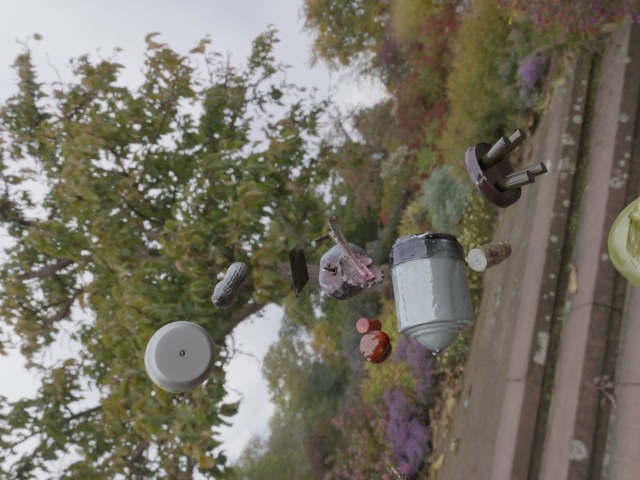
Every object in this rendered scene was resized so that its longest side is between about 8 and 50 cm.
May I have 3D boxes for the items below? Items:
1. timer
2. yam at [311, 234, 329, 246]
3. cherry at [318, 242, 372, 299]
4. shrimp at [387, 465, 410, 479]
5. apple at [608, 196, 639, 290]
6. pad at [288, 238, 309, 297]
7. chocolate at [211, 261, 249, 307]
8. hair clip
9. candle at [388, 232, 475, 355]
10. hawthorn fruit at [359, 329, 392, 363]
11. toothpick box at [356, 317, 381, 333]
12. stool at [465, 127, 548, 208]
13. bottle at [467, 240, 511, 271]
[{"bbox_3d":[-0.542,0.454,2.093,0.285,0.284,0.286,12,-90,-78],"label":"timer"},{"bbox_3d":[0.000,0.000,2.514,0.129,0.027,0.033,-23,-52,-56],"label":"yam"},{"bbox_3d":[0.110,0.136,2.399,0.296,0.218,0.255,4,-80,-56],"label":"cherry"},{"bbox_3d":[0.267,0.788,1.834,0.029,0.092,0.038,-55,-10,-34],"label":"shrimp"},{"bbox_3d":[0.751,0.016,1.125,0.279,0.278,0.280,12,-90,-78],"label":"apple"},{"bbox_3d":[-0.072,0.094,1.934,0.265,0.009,0.160,-53,-46,-77],"label":"pad"},{"bbox_3d":[-0.269,0.134,1.638,0.072,0.072,0.167,88,-158,-47],"label":"chocolate"},{"bbox_3d":[0.106,0.050,1.961,0.172,0.301,0.069,-15,-27,-35],"label":"hair clip"},{"bbox_3d":[0.308,0.156,1.513,0.221,0.221,0.343,66,-161,-69],"label":"candle"},{"bbox_3d":[0.153,0.282,1.458,0.093,0.093,0.093,12,-90,-78],"label":"hawthorn fruit"},{"bbox_3d":[0.144,0.254,1.618,0.083,0.047,0.047,17,-96,-57],"label":"toothpick box"},{"bbox_3d":[0.684,-0.273,2.012,0.178,0.272,0.272,-35,23,43],"label":"stool"},{"bbox_3d":[0.709,0.063,2.267,0.209,0.097,0.110,-15,-33,-37],"label":"bottle"}]
